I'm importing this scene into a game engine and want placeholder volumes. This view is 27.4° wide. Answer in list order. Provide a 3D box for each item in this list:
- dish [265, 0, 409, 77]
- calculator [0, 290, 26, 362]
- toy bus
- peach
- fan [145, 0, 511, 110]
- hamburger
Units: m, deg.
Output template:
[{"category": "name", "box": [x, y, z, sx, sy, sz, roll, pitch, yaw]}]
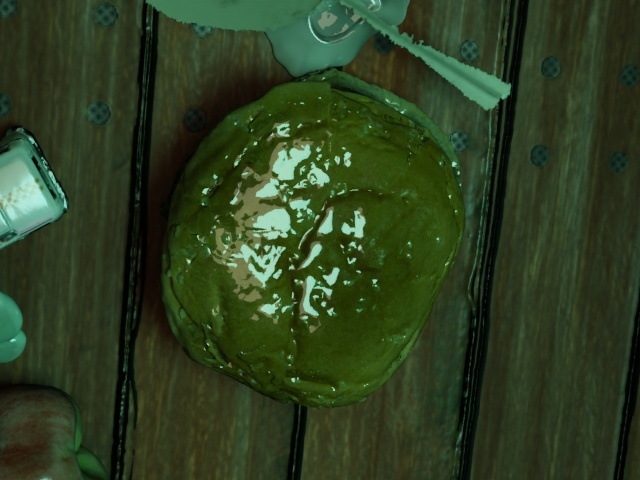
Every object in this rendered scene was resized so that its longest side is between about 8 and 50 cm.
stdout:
[{"category": "dish", "box": [0.020, -0.199, 1.150, 0.137, 0.039, 0.091, -21, 104, -10]}, {"category": "calculator", "box": [-0.375, 0.090, 1.032, 0.295, 0.042, 0.184, -12, 138, 1]}, {"category": "toy bus", "box": [-0.303, -0.013, 1.064, 0.193, 0.089, 0.087, -28, 105, -8]}, {"category": "peach", "box": [-0.256, 0.199, 1.101, 0.152, 0.152, 0.152, -3, 100, -15]}, {"category": "fan", "box": [-0.011, -0.223, 1.084, 0.414, 0.012, 0.233, 33, 130, -20]}, {"category": "hamburger", "box": [-0.001, -0.002, 1.129, 0.265, 0.134, 0.285, 25, 94, -16]}]
